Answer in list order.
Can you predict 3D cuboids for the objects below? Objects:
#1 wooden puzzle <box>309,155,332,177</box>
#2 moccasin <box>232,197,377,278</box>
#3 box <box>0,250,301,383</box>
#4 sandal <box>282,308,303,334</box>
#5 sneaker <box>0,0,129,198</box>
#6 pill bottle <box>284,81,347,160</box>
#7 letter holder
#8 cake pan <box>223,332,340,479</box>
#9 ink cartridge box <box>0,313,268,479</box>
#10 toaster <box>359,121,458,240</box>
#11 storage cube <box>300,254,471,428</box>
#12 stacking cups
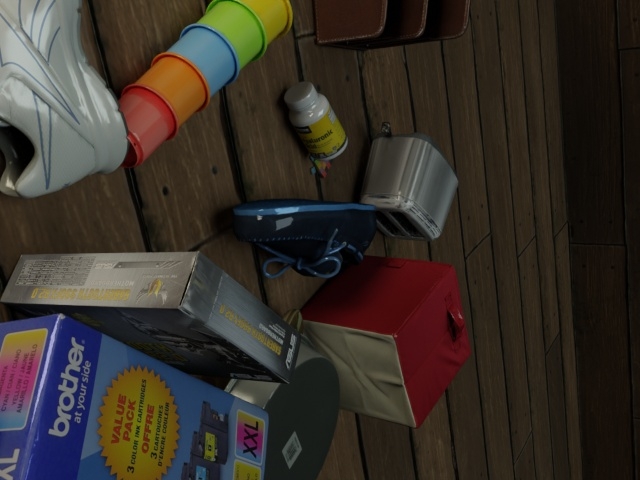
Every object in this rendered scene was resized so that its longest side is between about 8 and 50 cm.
[{"bbox_3d":[0.004,-0.135,1.169,0.049,0.006,0.083,57,46,-42],"label":"wooden puzzle"},{"bbox_3d":[0.000,0.000,1.053,0.342,0.138,0.116,-1,97,-57],"label":"moccasin"},{"bbox_3d":[-0.161,0.077,0.709,0.183,0.231,0.056,46,50,-49],"label":"box"},{"bbox_3d":[-0.080,0.162,1.014,0.180,0.049,0.072,-55,146,-44],"label":"sandal"},{"bbox_3d":[-0.275,-0.171,0.640,0.129,0.111,0.297,-44,126,-41],"label":"sneaker"},{"bbox_3d":[-0.009,-0.180,1.093,0.116,0.065,0.065,56,47,-42],"label":"pill bottle"},{"bbox_3d":[0.112,-0.464,1.129,0.152,0.215,0.301,-16,105,-57],"label":"letter holder"},{"bbox_3d":[-0.059,0.272,0.993,0.293,0.054,0.293,-36,134,-49],"label":"cake pan"},{"bbox_3d":[-0.218,0.239,0.659,0.395,0.151,0.269,40,45,-50],"label":"ink cartridge box"},{"bbox_3d":[0.155,-0.094,1.299,0.227,0.129,0.146,41,60,-52],"label":"toaster"},{"bbox_3d":[0.105,0.153,1.160,0.193,0.215,0.183,-42,126,-42],"label":"storage cube"},{"bbox_3d":[-0.146,-0.198,0.862,0.316,0.096,0.096,-57,137,-34],"label":"stacking cups"}]
